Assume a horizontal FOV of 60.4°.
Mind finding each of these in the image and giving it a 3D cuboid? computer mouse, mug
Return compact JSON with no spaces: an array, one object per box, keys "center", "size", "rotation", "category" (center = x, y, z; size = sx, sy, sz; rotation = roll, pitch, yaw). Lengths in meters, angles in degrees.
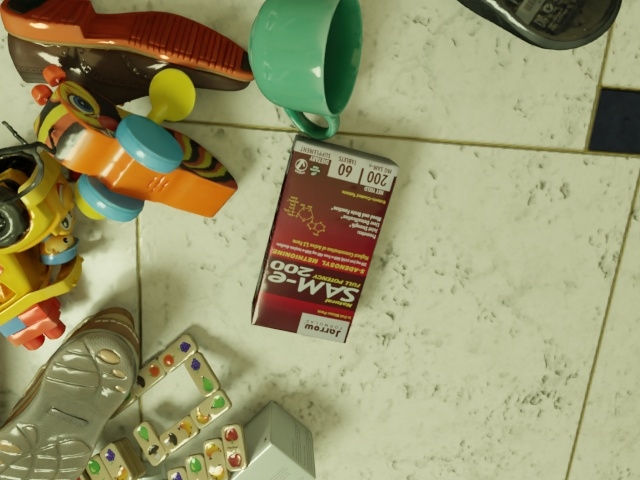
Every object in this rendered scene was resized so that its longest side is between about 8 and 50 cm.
[{"center":[0.214,-0.322,0.625],"size":[0.272,0.072,0.188],"rotation":[38,103,-1],"category":"computer mouse"},{"center":[-0.022,-0.196,0.606],"size":[0.097,0.129,0.157],"rotation":[14,101,17],"category":"mug"}]

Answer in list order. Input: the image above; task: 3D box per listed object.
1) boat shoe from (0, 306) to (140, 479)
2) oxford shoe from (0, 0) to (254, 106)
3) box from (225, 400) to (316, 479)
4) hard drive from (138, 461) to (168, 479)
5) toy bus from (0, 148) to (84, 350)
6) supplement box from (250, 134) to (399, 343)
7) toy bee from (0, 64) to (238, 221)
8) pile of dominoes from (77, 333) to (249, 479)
[{"center":[-0.330,0.216,0.718],"size":[0.123,0.116,0.324],"rotation":[37,109,-21],"category":"boat shoe"},{"center":[-0.208,-0.202,0.628],"size":[0.272,0.096,0.098],"rotation":[10,132,-8],"category":"oxford shoe"},{"center":[-0.073,0.305,0.766],"size":[0.101,0.102,0.087],"rotation":[-44,106,9],"category":"box"},{"center":[-0.313,0.486,0.836],"size":[0.203,0.040,0.307],"rotation":[-7,106,-2],"category":"hard drive"},{"center":[-0.362,0.026,0.652],"size":[0.220,0.149,0.211],"rotation":[-31,119,2],"category":"toy bus"},{"center":[0.000,0.000,0.697],"size":[0.130,0.073,0.239],"rotation":[13,106,-8],"category":"supplement box"},{"center":[-0.217,-0.115,0.576],"size":[0.195,0.298,0.162],"rotation":[-36,70,1],"category":"toy bee"},{"center":[-0.224,0.275,0.728],"size":[0.251,0.040,0.196],"rotation":[-39,75,10],"category":"pile of dominoes"}]
